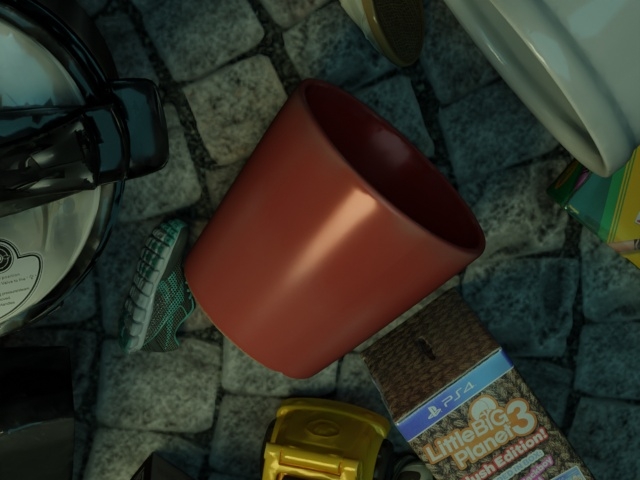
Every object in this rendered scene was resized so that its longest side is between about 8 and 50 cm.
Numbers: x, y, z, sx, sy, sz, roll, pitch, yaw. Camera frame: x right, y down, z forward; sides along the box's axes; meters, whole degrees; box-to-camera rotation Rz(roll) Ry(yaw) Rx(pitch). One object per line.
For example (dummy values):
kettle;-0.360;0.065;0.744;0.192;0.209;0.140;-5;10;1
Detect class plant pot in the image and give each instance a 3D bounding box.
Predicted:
plant pot;0.000;0.000;1.723;0.275;0.275;0.243;39;108;-15

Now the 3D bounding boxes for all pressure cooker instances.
pressure cooker;-0.375;-0.093;1.554;0.375;0.420;0.370;37;96;-15

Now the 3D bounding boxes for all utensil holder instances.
utensil holder;0.341;-0.310;1.639;0.385;0.327;0.327;-39;106;3

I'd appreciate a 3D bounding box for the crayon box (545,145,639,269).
crayon box;0.422;-0.031;1.850;0.278;0.081;0.165;37;98;-15

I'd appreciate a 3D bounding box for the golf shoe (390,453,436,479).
golf shoe;0.098;0.360;1.910;0.077;0.094;0.198;6;106;-10

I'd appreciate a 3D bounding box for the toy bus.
toy bus;-0.010;0.315;1.807;0.149;0.211;0.220;10;106;9

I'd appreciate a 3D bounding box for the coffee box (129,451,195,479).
coffee box;-0.193;0.379;1.770;0.119;0.297;0.168;36;99;-12

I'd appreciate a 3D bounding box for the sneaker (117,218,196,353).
sneaker;-0.174;0.055;1.816;0.076;0.065;0.166;13;107;-28

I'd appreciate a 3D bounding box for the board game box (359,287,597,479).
board game box;0.198;0.233;1.815;0.141;0.232;0.291;-36;107;2

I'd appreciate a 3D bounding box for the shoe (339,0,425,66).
shoe;0.052;-0.292;1.749;0.076;0.058;0.219;-37;114;-29

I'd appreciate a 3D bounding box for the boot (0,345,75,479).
boot;-0.430;0.287;1.648;0.367;0.445;0.146;-17;63;-20
